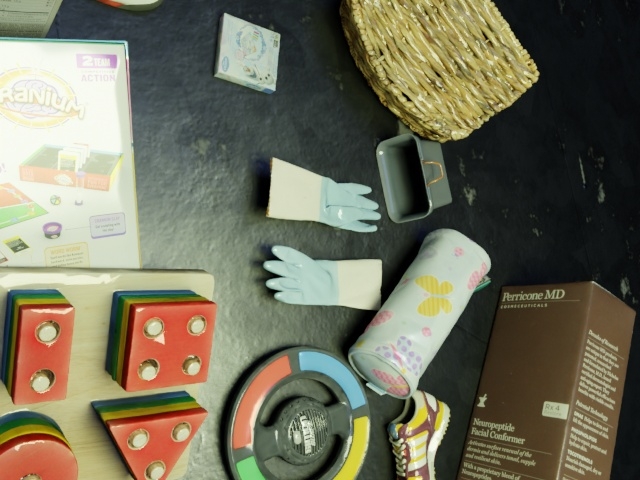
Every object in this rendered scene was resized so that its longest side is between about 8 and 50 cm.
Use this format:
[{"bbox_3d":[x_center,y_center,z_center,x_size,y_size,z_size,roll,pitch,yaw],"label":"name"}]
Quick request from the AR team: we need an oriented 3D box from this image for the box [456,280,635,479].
[{"bbox_3d":[0.376,0.268,0.997,0.143,0.191,0.381,31,67,-26],"label":"box"}]

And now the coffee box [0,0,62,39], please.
[{"bbox_3d":[-0.318,-0.278,0.577,0.098,0.247,0.141,-9,88,-35],"label":"coffee box"}]

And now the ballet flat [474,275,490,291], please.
[{"bbox_3d":[0.246,0.082,1.034,0.114,0.041,0.041,-27,98,-34],"label":"ballet flat"}]

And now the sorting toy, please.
[{"bbox_3d":[-0.229,0.162,0.610,0.257,0.089,0.255,3,100,-39],"label":"sorting toy"}]

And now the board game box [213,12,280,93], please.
[{"bbox_3d":[-0.104,-0.266,0.855,0.090,0.020,0.090,11,77,-33],"label":"board game box"}]

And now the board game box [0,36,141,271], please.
[{"bbox_3d":[-0.307,-0.038,0.593,0.242,0.064,0.316,-10,110,-36],"label":"board game box"}]

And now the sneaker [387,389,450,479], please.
[{"bbox_3d":[0.131,0.318,0.907,0.084,0.070,0.185,30,61,-18],"label":"sneaker"}]

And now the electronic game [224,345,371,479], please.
[{"bbox_3d":[-0.024,0.259,0.816,0.230,0.048,0.229,5,81,-33],"label":"electronic game"}]

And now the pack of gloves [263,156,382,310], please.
[{"bbox_3d":[0.000,0.000,0.884,0.232,0.046,0.194,10,78,-43],"label":"pack of gloves"}]

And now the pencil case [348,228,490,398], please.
[{"bbox_3d":[0.153,0.107,0.918,0.114,0.124,0.273,36,61,5],"label":"pencil case"}]

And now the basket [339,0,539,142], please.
[{"bbox_3d":[0.165,-0.314,0.989,0.214,0.223,0.299,-39,104,2],"label":"basket"}]

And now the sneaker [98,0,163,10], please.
[{"bbox_3d":[-0.282,-0.373,0.676,0.270,0.145,0.090,28,69,-28],"label":"sneaker"}]

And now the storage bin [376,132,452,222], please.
[{"bbox_3d":[0.164,-0.105,0.973,0.091,0.098,0.135,-13,90,-45],"label":"storage bin"}]
